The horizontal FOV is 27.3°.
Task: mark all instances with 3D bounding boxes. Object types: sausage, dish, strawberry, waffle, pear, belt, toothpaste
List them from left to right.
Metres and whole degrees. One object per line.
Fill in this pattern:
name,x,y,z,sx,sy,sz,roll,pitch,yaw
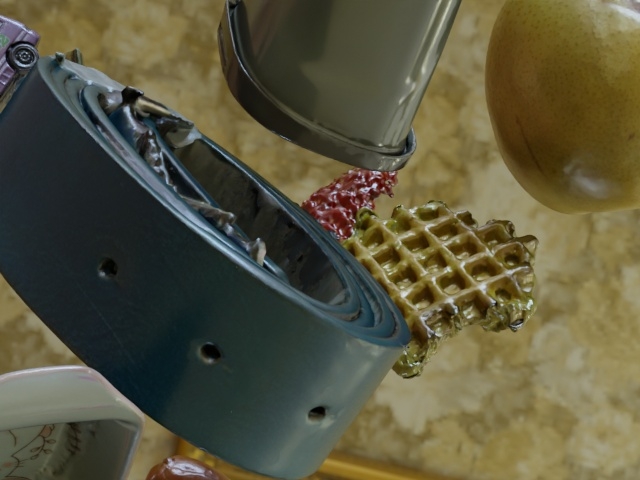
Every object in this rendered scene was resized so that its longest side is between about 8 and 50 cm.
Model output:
dish,-0.211,0.144,0.905,0.234,0.154,0.064,118,-39,-47
toothpaste,-0.359,-0.259,1.925,0.204,0.031,0.049,-145,-129,-73
belt,-0.121,0.013,1.122,0.173,0.436,0.300,-51,147,13
sausage,-0.131,0.322,1.587,0.089,0.179,0.089,-55,-168,18
strawberry,0.000,0.000,1.882,0.233,0.137,0.306,121,-10,-50
waffle,0.126,0.051,1.547,0.291,0.291,0.051,-77,163,-47
pear,0.351,-0.187,1.625,0.314,0.314,0.314,-167,-90,-90

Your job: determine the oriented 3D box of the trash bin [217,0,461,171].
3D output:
trash bin,0.033,-0.239,1.304,0.220,0.219,0.250,-104,-147,-51

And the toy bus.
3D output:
toy bus,-0.347,-0.141,1.269,0.178,0.098,0.087,-61,-173,-29
